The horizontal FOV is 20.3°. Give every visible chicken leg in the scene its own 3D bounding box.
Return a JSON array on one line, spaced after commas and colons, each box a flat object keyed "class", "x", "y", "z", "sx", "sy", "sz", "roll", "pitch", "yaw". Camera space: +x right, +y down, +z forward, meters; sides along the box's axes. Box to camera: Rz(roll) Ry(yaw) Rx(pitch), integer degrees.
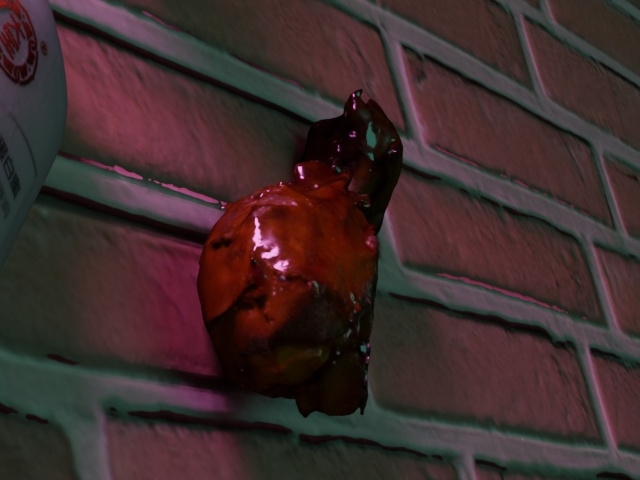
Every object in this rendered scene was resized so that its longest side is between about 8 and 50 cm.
[{"class": "chicken leg", "x": 0.000, "y": 0.000, "z": 0.965, "sx": 0.304, "sy": 0.093, "sz": 0.113, "roll": -62, "pitch": 143, "yaw": -68}]

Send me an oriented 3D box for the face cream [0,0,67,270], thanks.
[{"class": "face cream", "x": -0.155, "y": -0.066, "z": 0.714, "sx": 0.291, "sy": 0.071, "sz": 0.144, "roll": -74, "pitch": 145, "yaw": -53}]
